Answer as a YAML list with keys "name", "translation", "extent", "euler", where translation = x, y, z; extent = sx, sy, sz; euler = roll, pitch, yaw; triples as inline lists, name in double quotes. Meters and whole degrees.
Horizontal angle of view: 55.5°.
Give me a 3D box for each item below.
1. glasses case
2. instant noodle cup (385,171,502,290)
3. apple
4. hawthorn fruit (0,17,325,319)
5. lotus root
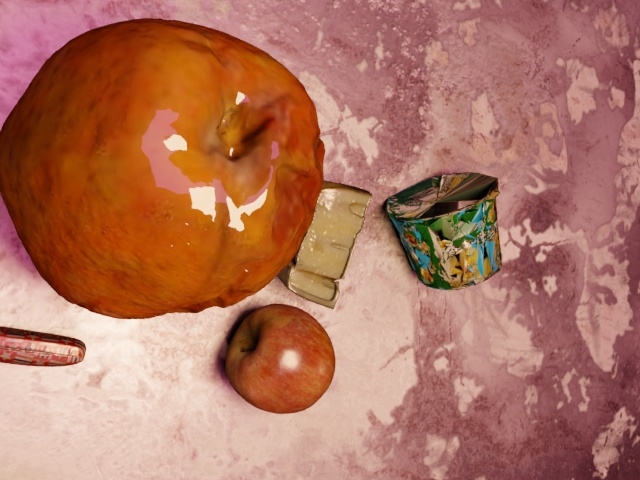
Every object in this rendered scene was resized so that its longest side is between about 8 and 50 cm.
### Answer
- name: "glasses case"
  translation: [-0.463, 0.163, 0.932]
  extent: [0.194, 0.073, 0.049]
  euler: [15, 84, -28]
- name: "instant noodle cup"
  translation: [0.267, -0.017, 1.257]
  extent: [0.240, 0.240, 0.178]
  euler: [-30, 115, -25]
- name: "apple"
  translation: [-0.068, 0.213, 1.088]
  extent: [0.174, 0.188, 0.188]
  euler: [40, 73, -35]
- name: "hawthorn fruit"
  translation: [-0.203, -0.089, 0.870]
  extent: [0.471, 0.471, 0.472]
  euler: [-1, 92, -29]
- name: "lotus root"
  translation: [0.000, 0.000, 1.149]
  extent: [0.119, 0.138, 0.235]
  euler: [20, 82, -22]
